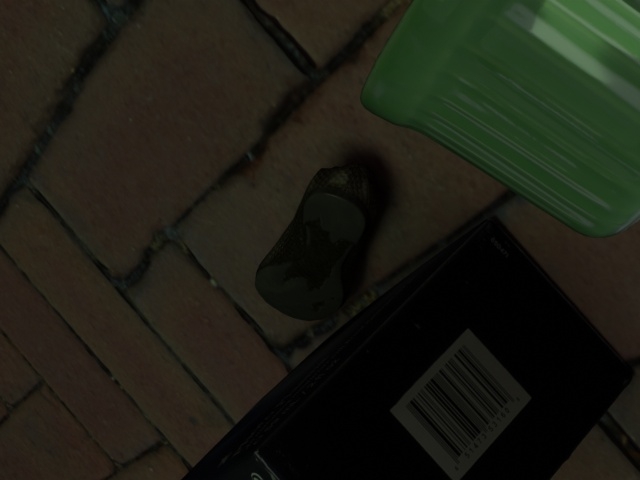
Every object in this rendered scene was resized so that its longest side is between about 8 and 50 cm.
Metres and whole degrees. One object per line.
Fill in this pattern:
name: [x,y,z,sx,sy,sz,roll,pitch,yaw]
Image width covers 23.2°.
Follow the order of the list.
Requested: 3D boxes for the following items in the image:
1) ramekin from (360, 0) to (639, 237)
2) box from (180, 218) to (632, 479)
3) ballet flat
ramekin: [0.168,-0.146,0.789,0.148,0.303,0.303,38,146,2]
box: [0.038,0.175,1.253,0.183,0.296,0.294,48,147,0]
ballet flat: [0.000,0.000,1.351,0.084,0.058,0.250,23,150,0]
